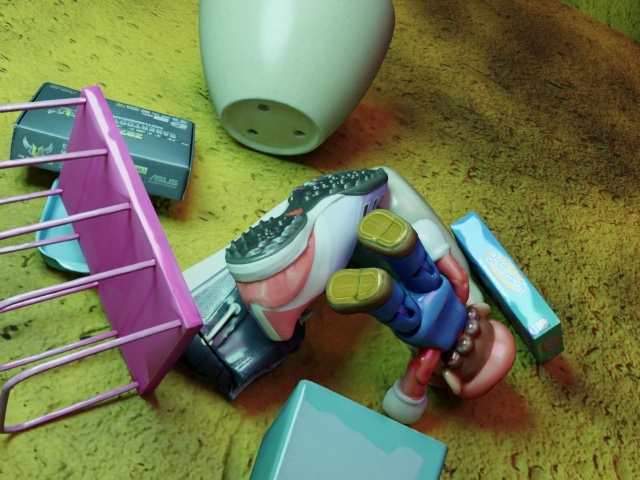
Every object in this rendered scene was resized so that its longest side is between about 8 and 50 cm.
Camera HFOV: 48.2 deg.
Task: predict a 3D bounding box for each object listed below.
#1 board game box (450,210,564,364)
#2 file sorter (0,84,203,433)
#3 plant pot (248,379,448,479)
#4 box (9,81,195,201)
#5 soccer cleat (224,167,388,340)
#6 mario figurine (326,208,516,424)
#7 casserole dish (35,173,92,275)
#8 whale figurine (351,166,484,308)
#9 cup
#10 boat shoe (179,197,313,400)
[{"bbox_3d":[0.282,0.074,1.078,0.047,0.160,0.210,-34,61,4],"label":"board game box"},{"bbox_3d":[-0.286,0.024,0.750,0.182,0.202,0.291,-15,69,-34],"label":"file sorter"},{"bbox_3d":[-0.005,0.300,0.700,0.165,0.166,0.234,26,50,-2],"label":"plant pot"},{"bbox_3d":[-0.298,-0.144,1.019,0.232,0.059,0.183,13,28,-14],"label":"box"},{"bbox_3d":[0.000,0.000,0.891,0.108,0.117,0.318,-4,23,32],"label":"soccer cleat"},{"bbox_3d":[0.116,0.102,0.917,0.320,0.198,0.170,46,11,-39],"label":"mario figurine"},{"bbox_3d":[-0.306,-0.021,0.945,0.114,0.037,0.188,13,43,-16],"label":"casserole dish"},{"bbox_3d":[0.131,0.021,1.076,0.272,0.141,0.216,50,10,-6],"label":"whale figurine"},{"bbox_3d":[-0.057,-0.281,1.165,0.331,0.331,0.237,16,67,-13],"label":"cup"},{"bbox_3d":[-0.059,0.065,0.940,0.158,0.127,0.340,45,52,9],"label":"boat shoe"}]
